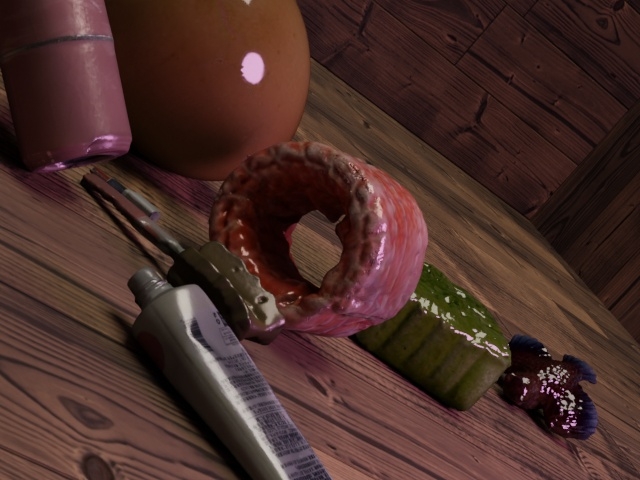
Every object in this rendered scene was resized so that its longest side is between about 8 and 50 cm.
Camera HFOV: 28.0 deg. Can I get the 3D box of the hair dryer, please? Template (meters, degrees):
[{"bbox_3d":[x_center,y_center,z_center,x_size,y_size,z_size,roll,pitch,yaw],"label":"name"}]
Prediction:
[{"bbox_3d":[-0.298,-0.181,1.508,0.352,0.125,0.210,161,-83,-82],"label":"hair dryer"}]

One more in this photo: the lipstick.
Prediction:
[{"bbox_3d":[-0.234,-0.054,1.513,0.107,0.025,0.025,39,10,21],"label":"lipstick"}]

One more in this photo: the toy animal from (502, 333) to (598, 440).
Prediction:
[{"bbox_3d":[0.369,0.229,2.110,0.218,0.116,0.179,55,17,28],"label":"toy animal"}]

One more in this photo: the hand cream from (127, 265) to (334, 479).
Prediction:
[{"bbox_3d":[-0.074,0.162,1.194,0.340,0.078,0.124,52,14,15],"label":"hand cream"}]

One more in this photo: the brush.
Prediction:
[{"bbox_3d":[-0.162,0.009,1.432,0.301,0.071,0.084,40,15,24],"label":"brush"}]

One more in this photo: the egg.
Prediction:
[{"bbox_3d":[-0.163,-0.247,1.718,0.374,0.301,0.301,54,0,-43],"label":"egg"}]

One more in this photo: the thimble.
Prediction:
[{"bbox_3d":[0.000,0.000,1.548,0.239,0.239,0.162,46,11,23],"label":"thimble"}]

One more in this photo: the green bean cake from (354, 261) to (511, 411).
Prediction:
[{"bbox_3d":[0.151,0.115,1.836,0.248,0.125,0.222,38,12,-13],"label":"green bean cake"}]
